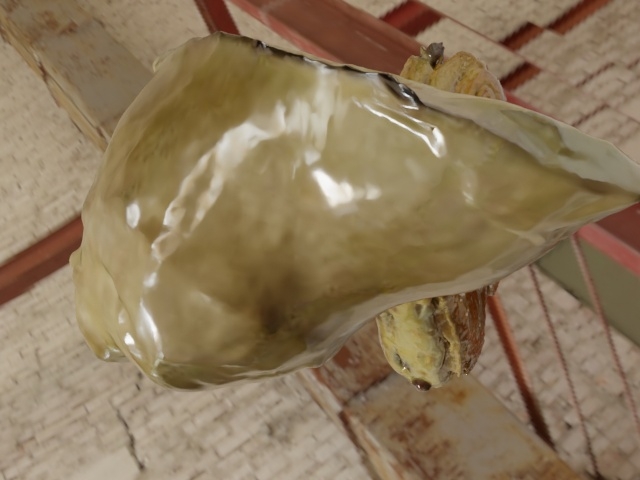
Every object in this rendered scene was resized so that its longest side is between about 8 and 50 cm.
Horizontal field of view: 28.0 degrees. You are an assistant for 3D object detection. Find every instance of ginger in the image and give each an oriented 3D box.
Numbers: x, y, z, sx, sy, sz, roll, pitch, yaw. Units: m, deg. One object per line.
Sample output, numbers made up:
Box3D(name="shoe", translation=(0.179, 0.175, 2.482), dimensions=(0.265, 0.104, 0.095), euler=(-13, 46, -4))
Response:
Box3D(name="ginger", translation=(0.003, -0.001, 0.387), dimensions=(0.115, 0.193, 0.123), euler=(34, -105, -37))

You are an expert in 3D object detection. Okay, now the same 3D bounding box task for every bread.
Box3D(name="bread", translation=(0.102, -0.019, 1.034), dimensions=(0.099, 0.235, 0.210), euler=(5, -33, 16))
